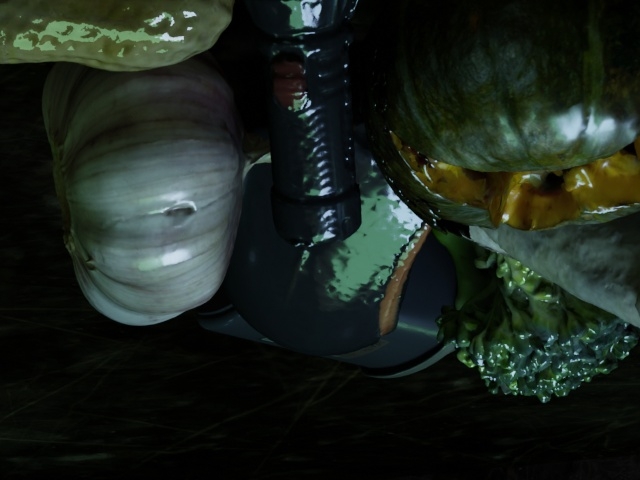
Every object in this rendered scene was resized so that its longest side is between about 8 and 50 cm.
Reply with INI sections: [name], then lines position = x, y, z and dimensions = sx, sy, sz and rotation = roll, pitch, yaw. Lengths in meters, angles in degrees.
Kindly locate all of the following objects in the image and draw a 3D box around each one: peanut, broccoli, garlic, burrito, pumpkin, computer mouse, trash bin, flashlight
[peanut]
position = -0.175, -0.169, 1.442
dimensions = 0.226, 0.095, 0.108
rotation = -1, 156, -4
[broccoli]
position = 0.216, 0.017, 1.904
dimensions = 0.248, 0.245, 0.288
rotation = -40, 179, 6
[garlic]
position = -0.092, -0.071, 1.578
dimensions = 0.253, 0.245, 0.245
rotation = -16, 164, -8
[burrito]
position = 0.211, -0.031, 1.724
dimensions = 0.175, 0.107, 0.348
rotation = -29, -142, -32
[pumpkin]
position = 0.180, -0.120, 1.519
dimensions = 0.320, 0.192, 0.320
rotation = -3, 165, -1
[computer mouse]
position = -0.002, 0.004, 1.741
dimensions = 0.183, 0.116, 0.323
rotation = 23, 144, 7
[trash bin]
position = 0.033, 0.037, 2.027
dimensions = 0.290, 0.182, 0.209
rotation = 12, 162, -27
[flashlight]
position = -0.011, -0.107, 1.470
dimensions = 0.093, 0.232, 0.093
rotation = -3, -157, 1

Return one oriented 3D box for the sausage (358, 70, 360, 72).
[sausage]
position = 0.171, -0.124, 1.719
dimensions = 0.301, 0.065, 0.066
rotation = 4, 161, -23
